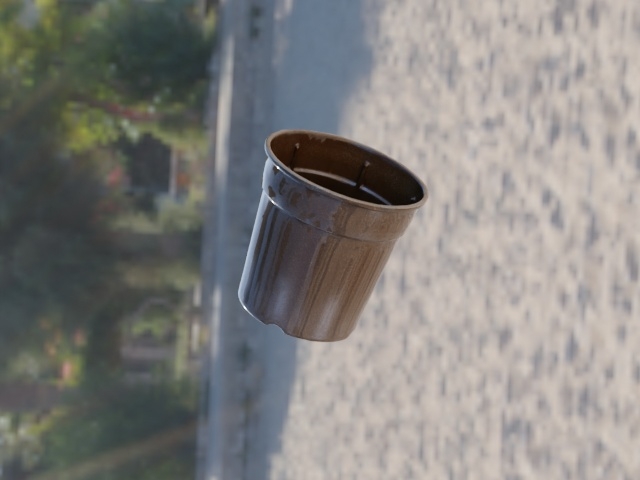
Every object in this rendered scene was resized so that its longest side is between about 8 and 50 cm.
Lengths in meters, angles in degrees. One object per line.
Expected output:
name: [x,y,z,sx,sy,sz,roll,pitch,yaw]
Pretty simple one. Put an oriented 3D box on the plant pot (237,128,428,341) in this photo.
plant pot: [0.000,0.000,1.595,0.167,0.167,0.165,-99,27,-66]
